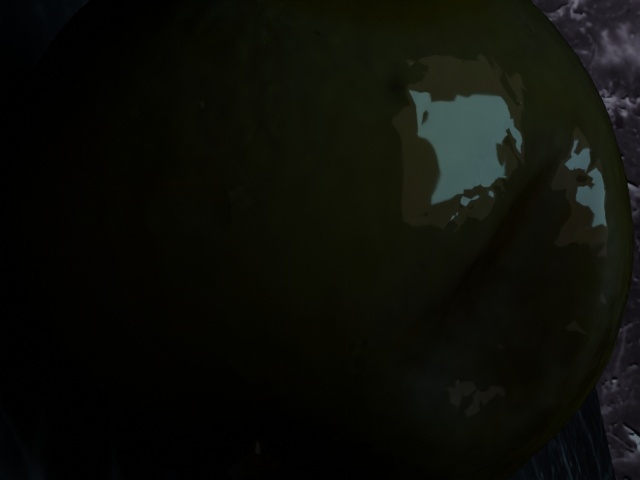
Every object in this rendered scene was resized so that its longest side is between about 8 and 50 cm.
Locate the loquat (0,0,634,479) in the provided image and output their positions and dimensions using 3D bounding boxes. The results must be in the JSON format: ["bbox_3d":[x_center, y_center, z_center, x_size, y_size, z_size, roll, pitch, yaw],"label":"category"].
[{"bbox_3d":[0.001,-0.003,0.444,0.213,0.213,0.213,-13,90,-73],"label":"loquat"}]
